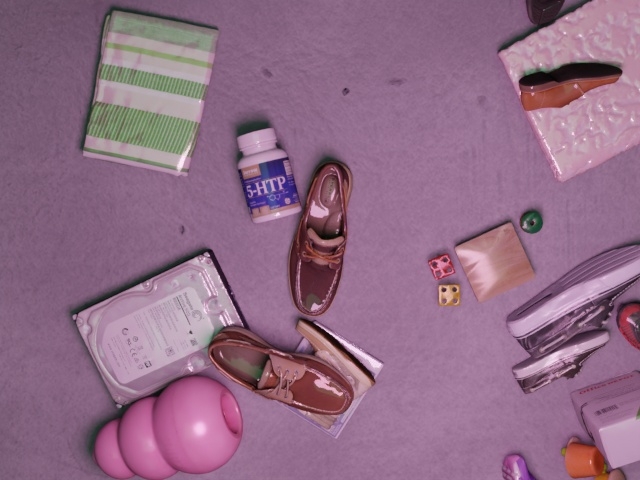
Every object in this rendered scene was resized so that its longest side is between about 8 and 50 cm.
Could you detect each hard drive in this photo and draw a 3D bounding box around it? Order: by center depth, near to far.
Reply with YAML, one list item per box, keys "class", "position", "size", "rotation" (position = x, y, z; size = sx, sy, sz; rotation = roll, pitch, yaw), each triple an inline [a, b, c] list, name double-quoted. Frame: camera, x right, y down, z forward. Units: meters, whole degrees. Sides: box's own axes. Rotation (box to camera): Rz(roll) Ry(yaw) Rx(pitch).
- class: "hard drive"
  position: [-0.342, 0.195, 1.830]
  size: [0.339, 0.064, 0.237]
  rotation: [-24, 94, 4]

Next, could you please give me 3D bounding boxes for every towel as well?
- class: "towel"
  position: [0.580, -0.332, 1.744]
  size: [0.331, 0.053, 0.317]
  rotation: [-27, 92, 5]
- class: "towel"
  position: [-0.370, -0.317, 1.801]
  size: [0.247, 0.038, 0.325]
  rotation: [12, 94, 0]

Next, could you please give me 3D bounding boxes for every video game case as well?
- class: "video game case"
  position: [0.011, 0.308, 1.842]
  size: [0.183, 0.023, 0.201]
  rotation: [32, 96, 0]

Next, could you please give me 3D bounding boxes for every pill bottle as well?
- class: "pill bottle"
  position: [-0.115, -0.138, 1.765]
  size: [0.112, 0.112, 0.187]
  rotation: [-15, 94, 4]

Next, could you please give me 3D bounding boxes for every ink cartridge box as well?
- class: "ink cartridge box"
  position: [0.631, 0.364, 1.720]
  size: [0.160, 0.219, 0.093]
  rotation: [-20, 97, 5]

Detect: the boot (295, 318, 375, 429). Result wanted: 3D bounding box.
- class: "boot"
  position: [-0.010, 0.288, 1.794]
  size: [0.213, 0.077, 0.165]
  rotation: [43, 97, -1]

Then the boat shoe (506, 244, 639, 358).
- class: "boat shoe"
  position: [0.561, 0.131, 1.766]
  size: [0.335, 0.121, 0.119]
  rotation: [-33, 101, 16]

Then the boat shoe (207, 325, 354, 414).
- class: "boat shoe"
  position: [-0.090, 0.282, 1.713]
  size: [0.324, 0.116, 0.123]
  rotation: [19, 98, 10]

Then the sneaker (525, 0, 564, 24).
- class: "sneaker"
  position: [0.452, -0.569, 1.721]
  size: [0.087, 0.130, 0.228]
  rotation: [-12, 122, -1]

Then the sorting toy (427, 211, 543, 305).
- class: "sorting toy"
  position: [0.364, 0.049, 1.790]
  size: [0.274, 0.046, 0.132]
  rotation: [-25, 93, 4]

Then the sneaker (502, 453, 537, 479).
- class: "sneaker"
  position: [0.475, 0.565, 1.814]
  size: [0.104, 0.095, 0.236]
  rotation: [-22, 98, -2]

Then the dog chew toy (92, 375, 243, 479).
- class: "dog chew toy"
  position: [-0.338, 0.419, 1.787]
  size: [0.331, 0.206, 0.207]
  rotation: [-20, 94, 12]

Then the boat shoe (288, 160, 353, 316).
- class: "boat shoe"
  position: [0.000, 0.000, 1.765]
  size: [0.123, 0.123, 0.342]
  rotation: [13, 95, 2]

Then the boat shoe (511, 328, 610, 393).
- class: "boat shoe"
  position: [0.525, 0.261, 1.790]
  size: [0.219, 0.078, 0.070]
  rotation: [-28, 92, 13]

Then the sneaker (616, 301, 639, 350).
- class: "sneaker"
  position: [0.742, 0.234, 1.745]
  size: [0.276, 0.135, 0.097]
  rotation: [43, 97, 0]

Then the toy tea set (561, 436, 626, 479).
- class: "toy tea set"
  position: [0.572, 0.592, 1.786]
  size: [0.124, 0.200, 0.336]
  rotation: [-12, 76, 44]

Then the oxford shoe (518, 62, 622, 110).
- class: "oxford shoe"
  position: [0.509, -0.312, 1.699]
  size: [0.212, 0.076, 0.076]
  rotation: [-11, 124, 1]
